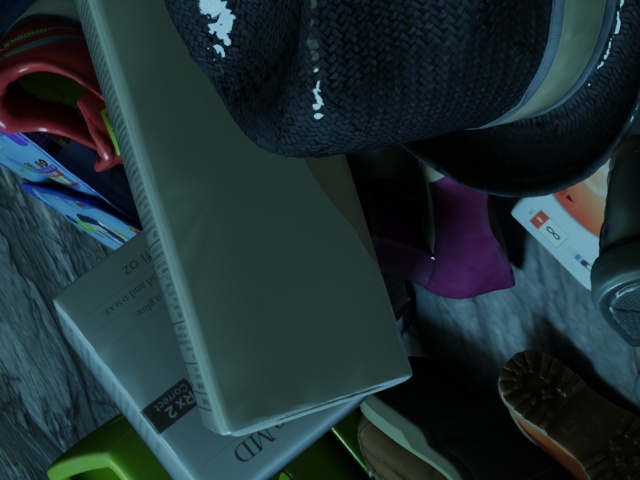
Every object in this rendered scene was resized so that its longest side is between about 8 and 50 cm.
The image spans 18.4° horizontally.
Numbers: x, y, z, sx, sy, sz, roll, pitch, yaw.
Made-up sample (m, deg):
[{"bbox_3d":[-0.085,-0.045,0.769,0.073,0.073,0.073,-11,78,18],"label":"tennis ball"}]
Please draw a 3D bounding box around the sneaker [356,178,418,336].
[{"bbox_3d":[0.000,0.000,1.412,0.132,0.086,0.229,42,158,20],"label":"sneaker"}]

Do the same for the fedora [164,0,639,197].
[{"bbox_3d":[0.019,-0.141,0.988,0.334,0.152,0.334,45,151,34],"label":"fedora"}]

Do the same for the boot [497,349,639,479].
[{"bbox_3d":[0.187,0.140,1.346,0.158,0.059,0.084,43,170,12],"label":"boot"}]

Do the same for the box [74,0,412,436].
[{"bbox_3d":[-0.055,-0.045,1.211,0.148,0.121,0.311,167,86,-81],"label":"box"}]

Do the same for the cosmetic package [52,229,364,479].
[{"bbox_3d":[-0.073,0.080,1.387,0.184,0.151,0.151,51,169,6],"label":"cosmetic package"}]

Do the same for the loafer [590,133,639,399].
[{"bbox_3d":[0.202,0.029,1.042,0.096,0.084,0.267,-10,156,17],"label":"loafer"}]

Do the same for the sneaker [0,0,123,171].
[{"bbox_3d":[-0.108,-0.088,1.348,0.279,0.118,0.107,9,132,22],"label":"sneaker"}]

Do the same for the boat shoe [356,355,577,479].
[{"bbox_3d":[0.128,0.197,1.410,0.307,0.110,0.104,-134,42,-53],"label":"boat shoe"}]

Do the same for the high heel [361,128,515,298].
[{"bbox_3d":[0.109,-0.039,1.207,0.117,0.082,0.244,9,141,-17],"label":"high heel"}]

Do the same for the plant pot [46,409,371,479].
[{"bbox_3d":[-0.072,0.210,1.718,0.228,0.207,0.227,51,157,-6],"label":"plant pot"}]

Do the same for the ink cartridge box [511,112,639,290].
[{"bbox_3d":[0.201,0.014,1.123,0.179,0.045,0.145,49,158,5],"label":"ink cartridge box"}]

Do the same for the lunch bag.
[{"bbox_3d":[-0.171,-0.067,1.574,0.293,0.138,0.221,46,164,-18],"label":"lunch bag"}]
